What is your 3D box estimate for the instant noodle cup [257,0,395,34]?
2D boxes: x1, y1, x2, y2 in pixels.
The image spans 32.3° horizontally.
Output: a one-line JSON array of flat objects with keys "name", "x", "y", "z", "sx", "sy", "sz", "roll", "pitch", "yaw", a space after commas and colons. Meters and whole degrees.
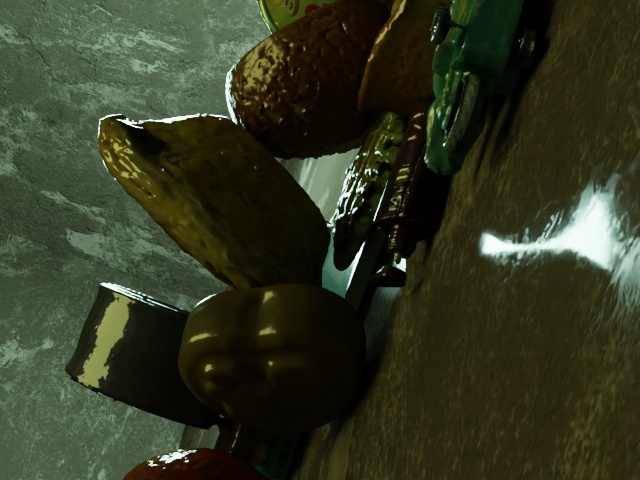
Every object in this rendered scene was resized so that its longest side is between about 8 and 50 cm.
[{"name": "instant noodle cup", "x": 0.066, "y": -0.463, "z": 1.943, "sx": 0.221, "sy": 0.311, "sz": 0.311, "roll": -45, "pitch": 24, "yaw": 50}]

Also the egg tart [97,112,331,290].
[{"name": "egg tart", "x": -0.121, "y": -0.045, "z": 1.569, "sx": 0.178, "sy": 0.443, "sz": 0.443, "roll": -48, "pitch": 7, "yaw": -3}]

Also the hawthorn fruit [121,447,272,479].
[{"name": "hawthorn fruit", "x": -0.141, "y": 0.386, "z": 1.284, "sx": 0.299, "sy": 0.275, "sz": 0.275, "roll": 92, "pitch": -166, "yaw": -68}]

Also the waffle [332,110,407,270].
[{"name": "waffle", "x": 0.068, "y": -0.081, "z": 1.554, "sx": 0.207, "sy": 0.054, "sz": 0.214, "roll": -77, "pitch": 13, "yaw": -53}]

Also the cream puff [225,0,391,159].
[{"name": "cream puff", "x": 0.003, "y": -0.230, "z": 1.669, "sx": 0.303, "sy": 0.212, "sz": 0.303, "roll": -29, "pitch": 2, "yaw": 1}]

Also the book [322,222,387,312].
[{"name": "book", "x": 0.049, "y": 0.008, "z": 1.740, "sx": 0.379, "sy": 0.031, "sz": 0.264, "roll": -125, "pitch": 56, "yaw": -81}]

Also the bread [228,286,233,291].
[{"name": "bread", "x": -0.095, "y": 0.054, "z": 2.174, "sx": 0.179, "sy": 0.133, "sz": 0.250, "roll": -53, "pitch": -16, "yaw": -56}]

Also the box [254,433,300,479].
[{"name": "box", "x": -0.055, "y": 0.280, "z": 1.731, "sx": 0.161, "sy": 0.042, "sz": 0.226, "roll": 135, "pitch": 154, "yaw": -72}]

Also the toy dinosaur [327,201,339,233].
[{"name": "toy dinosaur", "x": 0.003, "y": 0.002, "z": 2.088, "sx": 0.187, "sy": 0.044, "sz": 0.106, "roll": 100, "pitch": -164, "yaw": -48}]

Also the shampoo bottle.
[{"name": "shampoo bottle", "x": 0.111, "y": -0.055, "z": 1.326, "sx": 0.068, "sy": 0.067, "sz": 0.236, "roll": -36, "pitch": 33, "yaw": 61}]

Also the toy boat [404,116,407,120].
[{"name": "toy boat", "x": 0.106, "y": -0.240, "z": 1.826, "sx": 0.208, "sy": 0.079, "sz": 0.134, "roll": -145, "pitch": 73, "yaw": -81}]

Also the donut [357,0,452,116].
[{"name": "donut", "x": 0.146, "y": -0.290, "z": 1.424, "sx": 0.303, "sy": 0.110, "sz": 0.302, "roll": 23, "pitch": -90, "yaw": -88}]

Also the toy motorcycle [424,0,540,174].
[{"name": "toy motorcycle", "x": 0.169, "y": -0.219, "z": 1.209, "sx": 0.198, "sy": 0.109, "sz": 0.296, "roll": 109, "pitch": 179, "yaw": -72}]

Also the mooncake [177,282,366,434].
[{"name": "mooncake", "x": -0.056, "y": 0.161, "z": 1.405, "sx": 0.117, "sy": 0.235, "sz": 0.234, "roll": -84, "pitch": 16, "yaw": -45}]

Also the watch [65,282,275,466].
[{"name": "watch", "x": -0.218, "y": 0.187, "z": 1.720, "sx": 0.335, "sy": 0.327, "sz": 0.314, "roll": 176, "pitch": 114, "yaw": -83}]
